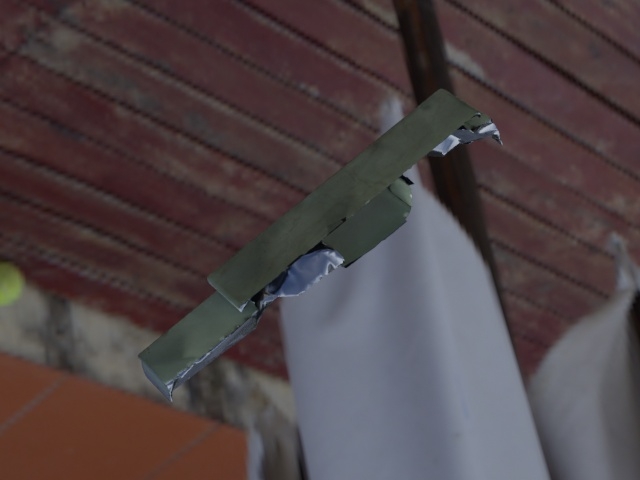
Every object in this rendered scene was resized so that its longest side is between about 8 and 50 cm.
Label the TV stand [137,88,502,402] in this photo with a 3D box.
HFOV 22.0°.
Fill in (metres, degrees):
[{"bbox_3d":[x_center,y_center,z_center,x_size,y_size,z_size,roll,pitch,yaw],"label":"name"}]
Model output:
[{"bbox_3d":[0.000,0.000,0.940,0.249,0.036,0.042,-39,141,-14],"label":"TV stand"}]
